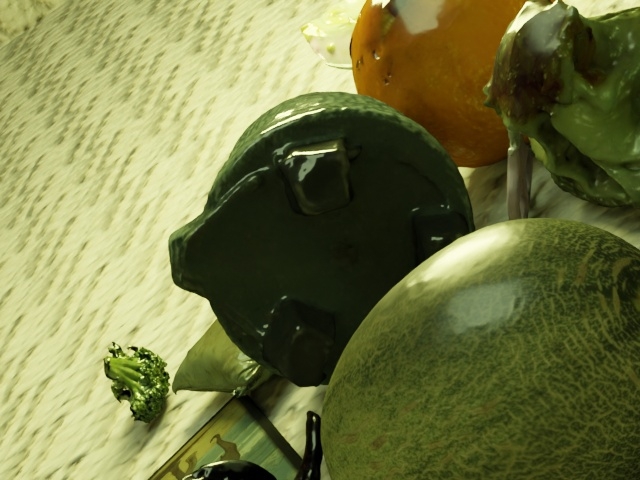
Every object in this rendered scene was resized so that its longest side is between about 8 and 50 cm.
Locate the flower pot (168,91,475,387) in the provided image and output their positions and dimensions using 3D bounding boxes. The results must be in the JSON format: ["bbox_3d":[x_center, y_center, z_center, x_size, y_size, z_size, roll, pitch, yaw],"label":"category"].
[{"bbox_3d":[0.000,0.000,1.944,0.299,0.299,0.283,-41,15,7],"label":"flower pot"}]

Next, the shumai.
[{"bbox_3d":[0.271,-0.167,1.877,0.225,0.222,0.260,-38,17,19],"label":"shumai"}]

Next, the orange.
[{"bbox_3d":[0.153,-0.202,2.127,0.246,0.246,0.246,-36,22,17],"label":"orange"}]

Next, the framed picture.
[{"bbox_3d":[-0.127,0.292,1.988,0.265,0.016,0.347,-43,21,-2],"label":"framed picture"}]

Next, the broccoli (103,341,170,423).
[{"bbox_3d":[-0.218,0.164,2.295,0.095,0.092,0.097,-13,64,54],"label":"broccoli"}]

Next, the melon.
[{"bbox_3d":[0.142,0.118,1.521,0.329,0.248,0.248,-31,24,37],"label":"melon"}]

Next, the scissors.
[{"bbox_3d":[0.189,-0.109,1.949,0.021,0.212,0.110,-3,35,15],"label":"scissors"}]

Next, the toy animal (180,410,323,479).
[{"bbox_3d":[-0.026,0.239,1.721,0.197,0.273,0.160,-100,24,-60],"label":"toy animal"}]

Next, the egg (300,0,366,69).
[{"bbox_3d":[0.122,-0.336,2.556,0.206,0.162,0.271,18,95,32],"label":"egg"}]

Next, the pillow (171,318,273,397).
[{"bbox_3d":[-0.046,0.062,2.199,0.302,0.075,0.185,-52,21,-25],"label":"pillow"}]
